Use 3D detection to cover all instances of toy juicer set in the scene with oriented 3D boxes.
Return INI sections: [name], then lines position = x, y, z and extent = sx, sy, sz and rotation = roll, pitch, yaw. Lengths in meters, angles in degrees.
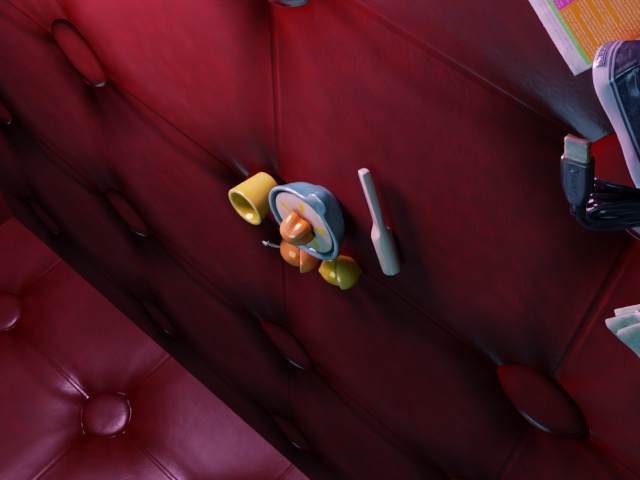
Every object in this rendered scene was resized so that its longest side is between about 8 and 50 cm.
[toy juicer set]
position = 0.000, 0.000, 1.294
extent = 0.329, 0.089, 0.209
rotation = 4, 132, 56

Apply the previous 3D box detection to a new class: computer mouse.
[computer mouse]
position = 0.258, -0.097, 0.607
extent = 0.184, 0.060, 0.262
rotation = -6, 147, 6

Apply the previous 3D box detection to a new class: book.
[book]
position = 0.229, -0.199, 0.692
extent = 0.096, 0.035, 0.144
rotation = 53, 154, -7

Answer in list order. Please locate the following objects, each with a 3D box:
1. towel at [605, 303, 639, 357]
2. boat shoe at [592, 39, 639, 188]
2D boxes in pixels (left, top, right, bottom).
[towel]
position = 0.440, 0.148, 0.828
extent = 0.248, 0.038, 0.325
rotation = 48, 162, -7
[boat shoe]
position = 0.288, -0.086, 0.706
extent = 0.083, 0.065, 0.183
rotation = 5, 148, 46
